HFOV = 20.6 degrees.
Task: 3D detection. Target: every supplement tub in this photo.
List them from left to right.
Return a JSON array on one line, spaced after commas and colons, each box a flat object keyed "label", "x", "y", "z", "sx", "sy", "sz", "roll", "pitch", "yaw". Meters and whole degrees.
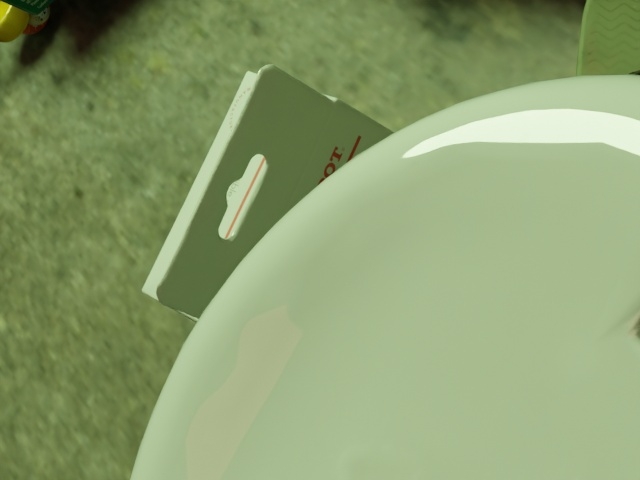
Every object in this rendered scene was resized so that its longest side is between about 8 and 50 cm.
[{"label": "supplement tub", "x": 0.127, "y": 0.114, "z": 0.460, "sx": 0.228, "sy": 0.316, "sz": 0.228, "roll": -21, "pitch": 57, "yaw": 36}]

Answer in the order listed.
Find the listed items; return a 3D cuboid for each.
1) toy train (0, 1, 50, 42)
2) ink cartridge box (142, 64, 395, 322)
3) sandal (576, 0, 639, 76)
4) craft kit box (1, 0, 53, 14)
[{"label": "toy train", "x": -0.212, "y": -0.153, "z": 1.114, "sx": 0.166, "sy": 0.046, "sz": 0.125, "roll": -48, "pitch": 44, "yaw": 11}, {"label": "ink cartridge box", "x": 0.000, "y": 0.000, "z": 0.735, "sx": 0.061, "sy": 0.181, "sz": 0.104, "roll": 23, "pitch": 87, "yaw": 47}, {"label": "sandal", "x": 0.129, "y": 0.013, "z": 0.675, "sx": 0.120, "sy": 0.086, "sz": 0.303, "roll": -8, "pitch": 65, "yaw": 41}, {"label": "craft kit box", "x": -0.138, "y": -0.303, "z": 1.025, "sx": 0.250, "sy": 0.061, "sz": 0.246, "roll": -39, "pitch": 56, "yaw": 23}]
